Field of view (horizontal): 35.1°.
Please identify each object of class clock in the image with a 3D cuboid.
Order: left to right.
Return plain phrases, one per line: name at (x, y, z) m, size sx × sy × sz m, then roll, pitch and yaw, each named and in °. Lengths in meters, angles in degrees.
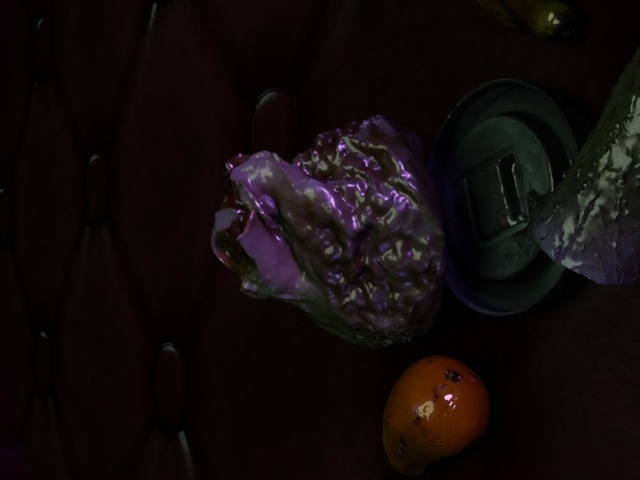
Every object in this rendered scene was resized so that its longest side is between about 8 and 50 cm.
clock at (0.173, -0.038, 0.921) m, size 0.215 × 0.042 × 0.215 m, roll -1°, pitch 89°, yaw 58°

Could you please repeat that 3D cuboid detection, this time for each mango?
mango at (0.101, 0.172, 0.995) m, size 0.159 × 0.084 × 0.105 m, roll -50°, pitch 43°, yaw 46°

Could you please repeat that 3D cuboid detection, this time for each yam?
yam at (0.244, -0.062, 0.748) m, size 0.107 × 0.107 × 0.183 m, roll 53°, pitch 129°, yaw 45°

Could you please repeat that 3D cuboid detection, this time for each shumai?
shumai at (0.002, 0.000, 0.980) m, size 0.256 × 0.218 × 0.189 m, roll 98°, pitch 173°, yaw -52°

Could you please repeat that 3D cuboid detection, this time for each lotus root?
lotus root at (0.167, -0.250, 0.894) m, size 0.108 × 0.094 × 0.190 m, roll 75°, pitch 178°, yaw -72°
